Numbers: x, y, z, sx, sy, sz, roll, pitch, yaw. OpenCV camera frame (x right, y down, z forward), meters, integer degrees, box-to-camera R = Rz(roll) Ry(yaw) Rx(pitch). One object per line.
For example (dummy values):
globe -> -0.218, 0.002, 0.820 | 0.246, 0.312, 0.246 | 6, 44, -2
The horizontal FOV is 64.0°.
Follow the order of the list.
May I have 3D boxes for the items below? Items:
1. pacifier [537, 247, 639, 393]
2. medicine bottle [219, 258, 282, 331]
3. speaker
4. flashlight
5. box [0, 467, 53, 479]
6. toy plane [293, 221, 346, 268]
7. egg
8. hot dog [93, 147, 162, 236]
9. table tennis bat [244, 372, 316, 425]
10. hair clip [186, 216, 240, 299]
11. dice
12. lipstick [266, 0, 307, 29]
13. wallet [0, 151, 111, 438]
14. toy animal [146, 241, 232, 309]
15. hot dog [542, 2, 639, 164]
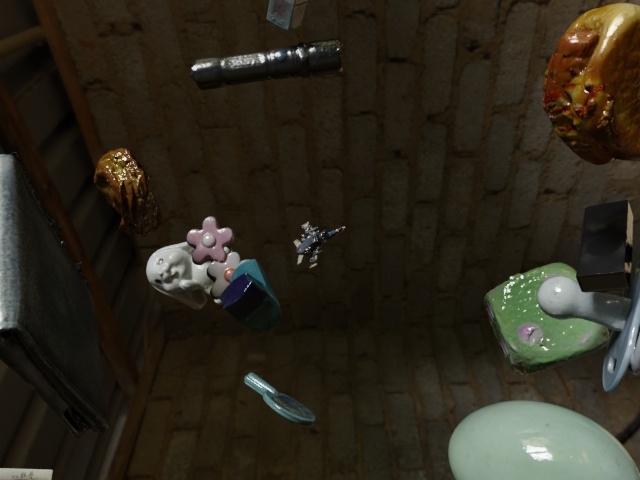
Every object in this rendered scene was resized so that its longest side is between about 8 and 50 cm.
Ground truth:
pacifier -> 0.533, 0.129, 0.968 | 0.244, 0.233, 0.299 | 19, -94, -63
medicine bottle -> -0.145, 0.099, 1.054 | 0.124, 0.079, 0.258 | 45, -178, -21
speaker -> 0.536, 0.007, 0.965 | 0.044, 0.082, 0.218 | 59, -136, -24
flashlight -> -0.147, -0.490, 1.426 | 0.103, 0.424, 0.103 | -7, -90, -89
box -> -0.648, 0.529, 1.062 | 0.198, 0.109, 0.029 | -48, 41, 26
toy plane -> -0.009, -0.001, 1.399 | 0.188, 0.062, 0.135 | -33, 60, 46
egg -> 0.467, 0.489, 1.103 | 0.276, 0.389, 0.275 | -2, -88, -52
hot dog -> -0.461, -0.102, 1.235 | 0.175, 0.114, 0.259 | 53, 160, 13
table tennis bat -> -0.113, 0.424, 1.369 | 0.149, 0.237, 0.038 | 30, -94, -57
hair clip -> -0.283, 0.056, 1.459 | 0.257, 0.146, 0.075 | 60, -178, 2
dice -> 0.778, 0.283, 1.801 | 0.322, 0.331, 0.318 | 50, -161, -66
lipstick -> -0.050, -0.721, 1.269 | 0.076, 0.080, 0.371 | -45, -19, -46
wallet -> -0.226, 0.060, 0.430 | 0.222, 0.036, 0.167 | 97, 155, -54
toy animal -> -0.449, 0.098, 1.804 | 0.249, 0.289, 0.174 | -63, 16, -8
hot dog -> 0.444, -0.225, 0.813 | 0.256, 0.153, 0.150 | 61, 179, -23
